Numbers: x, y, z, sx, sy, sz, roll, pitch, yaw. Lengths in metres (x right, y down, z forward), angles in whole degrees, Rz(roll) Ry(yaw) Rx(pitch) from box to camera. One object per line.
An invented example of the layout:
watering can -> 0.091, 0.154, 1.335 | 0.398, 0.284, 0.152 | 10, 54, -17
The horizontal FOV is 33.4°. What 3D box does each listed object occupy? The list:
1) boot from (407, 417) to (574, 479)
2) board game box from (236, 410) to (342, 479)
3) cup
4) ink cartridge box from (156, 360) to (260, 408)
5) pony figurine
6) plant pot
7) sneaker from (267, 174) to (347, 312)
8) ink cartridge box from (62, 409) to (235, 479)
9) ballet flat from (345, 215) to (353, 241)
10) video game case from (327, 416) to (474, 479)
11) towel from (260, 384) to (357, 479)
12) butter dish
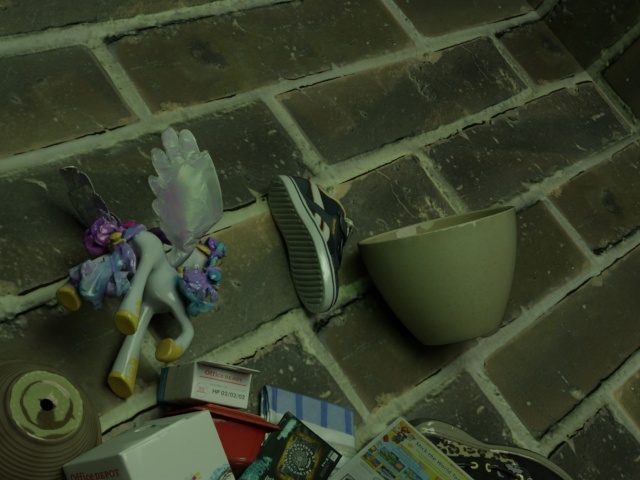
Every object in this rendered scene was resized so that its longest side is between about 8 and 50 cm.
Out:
boot -> 0.304, 0.509, 1.957 | 0.377, 0.138, 0.284 | 25, 43, -15
board game box -> -0.055, 0.390, 1.802 | 0.126, 0.026, 0.186 | 40, 43, 1
cup -> 0.262, 0.080, 2.187 | 0.331, 0.331, 0.237 | -18, 96, -45
ink cartridge box -> -0.185, 0.241, 1.753 | 0.104, 0.181, 0.062 | 16, 72, -28
pony figurine -> -0.299, 0.029, 1.819 | 0.351, 0.302, 0.363 | 65, 30, -26
plant pot -> -0.429, 0.271, 1.597 | 0.237, 0.110, 0.237 | 20, 47, -24
sneaker -> 0.000, 0.000, 2.148 | 0.127, 0.126, 0.321 | 2, 54, -31
ink cartridge box -> -0.232, 0.391, 1.556 | 0.168, 0.171, 0.233 | -22, 91, -45
ballet flat -> 0.052, -0.021, 2.272 | 0.041, 0.041, 0.114 | 37, 41, -8
video game case -> 0.156, 0.439, 1.854 | 0.227, 0.026, 0.206 | 39, 51, 22
towel -> -0.017, 0.398, 1.875 | 0.209, 0.034, 0.285 | 20, 46, -25
butter dish -> -0.169, 0.338, 1.739 | 0.160, 0.160, 0.118 | 18, 70, -25
